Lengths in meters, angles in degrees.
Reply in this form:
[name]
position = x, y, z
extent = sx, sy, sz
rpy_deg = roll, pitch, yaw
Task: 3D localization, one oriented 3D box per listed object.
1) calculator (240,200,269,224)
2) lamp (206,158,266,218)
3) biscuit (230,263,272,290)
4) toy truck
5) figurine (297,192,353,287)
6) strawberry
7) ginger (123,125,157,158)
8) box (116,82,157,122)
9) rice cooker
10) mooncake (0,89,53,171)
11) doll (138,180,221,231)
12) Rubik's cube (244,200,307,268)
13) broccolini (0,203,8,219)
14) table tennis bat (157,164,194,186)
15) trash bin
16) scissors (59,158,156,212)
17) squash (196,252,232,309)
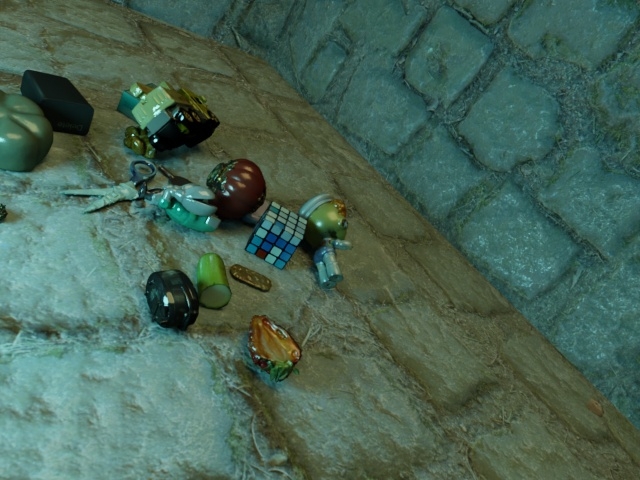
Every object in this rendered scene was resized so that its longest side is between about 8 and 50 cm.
[calculator]
position = -0.288, -0.156, 1.790
extent = 0.173, 0.051, 0.293
rpy_deg = -2, 44, -47
[lamp]
position = -0.294, -0.178, 1.611
extent = 0.227, 0.227, 0.227
rpy_deg = 26, 28, -16
[biscuit]
position = -0.222, 0.119, 1.459
extent = 0.147, 0.018, 0.071
rpy_deg = 26, 30, -15
[toy truck]
position = -0.562, -0.487, 1.760
extent = 0.254, 0.180, 0.405
rpy_deg = 55, 14, -7
[figurine]
position = 0.016, -0.017, 1.719
extent = 0.205, 0.224, 0.382
rpy_deg = 15, 34, -28
[strawberry]
position = -0.132, 0.294, 1.207
extent = 0.192, 0.085, 0.140
rpy_deg = 32, 35, 7
[ginger]
position = -0.673, -0.363, 1.674
extent = 0.103, 0.073, 0.162
rpy_deg = 3, 45, -50
[box]
position = -0.722, -0.574, 1.932
extent = 0.153, 0.092, 0.245
rpy_deg = 31, 27, -5
[rice cooker]
position = -0.375, 0.147, 1.144
extent = 0.106, 0.112, 0.165
rpy_deg = 0, 43, -39
[mooncake]
position = -0.905, -0.320, 1.283
extent = 0.275, 0.135, 0.275
rpy_deg = 26, 33, -18
[doll]
position = -0.427, -0.121, 1.449
extent = 0.195, 0.153, 0.258
rpy_deg = 34, 8, 34
[Rubik's cube]
position = -0.155, -0.020, 1.615
extent = 0.154, 0.151, 0.155
rpy_deg = 30, 27, -12
[broccolini]
position = -0.861, -0.113, 1.117
extent = 0.218, 0.042, 0.044
rpy_deg = 32, 28, 7
[table tennis bat]
position = -0.496, -0.252, 1.640
extent = 0.170, 0.119, 0.107
rpy_deg = 38, 26, 2
[trash bin]
position = -0.907, -0.474, 1.556
extent = 0.165, 0.115, 0.225
rpy_deg = -4, 42, -49
[scissors]
position = -0.622, -0.158, 1.446
extent = 0.256, 0.029, 0.383
rpy_deg = 45, 31, 12
[squash]
position = -0.316, 0.100, 1.315
extent = 0.095, 0.095, 0.188
rpy_deg = 16, 30, -32
